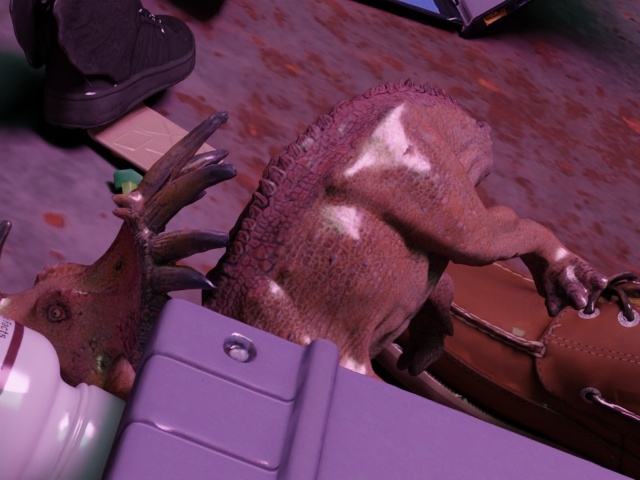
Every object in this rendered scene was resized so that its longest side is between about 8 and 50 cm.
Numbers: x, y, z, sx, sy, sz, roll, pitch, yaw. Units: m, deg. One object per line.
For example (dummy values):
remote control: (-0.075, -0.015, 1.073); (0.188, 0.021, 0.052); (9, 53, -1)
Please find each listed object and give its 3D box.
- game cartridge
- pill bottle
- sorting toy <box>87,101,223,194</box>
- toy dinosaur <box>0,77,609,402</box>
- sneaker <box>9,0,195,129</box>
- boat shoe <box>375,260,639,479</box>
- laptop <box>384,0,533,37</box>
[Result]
game cartridge: (0.085, 0.161, 0.610); (0.355, 0.068, 0.230); (22, 31, -7)
pill bottle: (-0.154, 0.059, 0.676); (0.152, 0.086, 0.086); (26, 32, -13)
sorting toy: (-0.094, -0.044, 0.947); (0.062, 0.012, 0.083); (36, 31, 8)
toy dinosaur: (0.000, 0.000, 0.783); (0.200, 0.127, 0.296); (52, 58, -19)
sneaker: (-0.110, -0.117, 0.947); (0.051, 0.089, 0.170); (9, 26, 18)
boat shoe: (0.147, 0.062, 0.934); (0.307, 0.104, 0.111); (32, 31, -4)
laptop: (0.058, -0.360, 1.323); (0.236, 0.407, 0.382); (52, 13, -45)
